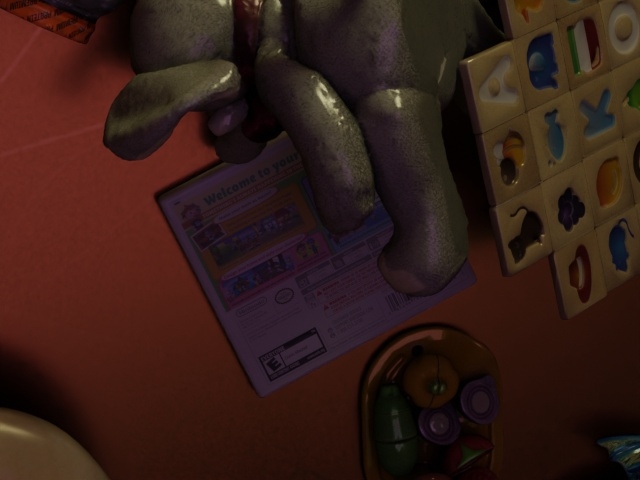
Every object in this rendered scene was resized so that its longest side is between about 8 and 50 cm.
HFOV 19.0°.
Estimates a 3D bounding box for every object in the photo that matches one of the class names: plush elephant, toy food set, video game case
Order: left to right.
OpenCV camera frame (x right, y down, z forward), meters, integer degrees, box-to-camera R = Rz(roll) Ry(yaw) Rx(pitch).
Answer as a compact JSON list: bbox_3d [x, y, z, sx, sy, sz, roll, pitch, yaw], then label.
[{"bbox_3d":[-0.029,-0.133,1.443,0.255,0.272,0.330,-5,138,28],"label":"plush elephant"},{"bbox_3d":[0.000,0.000,1.595,0.212,0.023,0.193,-28,107,-6],"label":"video game case"},{"bbox_3d":[0.106,0.186,1.636,0.128,0.071,0.218,-7,103,-13],"label":"toy food set"}]

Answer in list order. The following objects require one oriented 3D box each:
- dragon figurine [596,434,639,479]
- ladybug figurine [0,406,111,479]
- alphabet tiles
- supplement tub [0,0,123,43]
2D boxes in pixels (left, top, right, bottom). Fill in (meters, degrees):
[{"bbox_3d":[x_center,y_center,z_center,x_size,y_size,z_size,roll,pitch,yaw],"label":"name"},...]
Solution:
[{"bbox_3d":[0.290,0.218,1.682,0.289,0.085,0.144,6,100,-16],"label":"dragon figurine"},{"bbox_3d":[-0.301,0.337,1.517,0.305,0.162,0.449,14,97,-17],"label":"ladybug figurine"},{"bbox_3d":[0.236,-0.109,1.543,0.342,0.011,0.285,-27,111,-42],"label":"alphabet tiles"},{"bbox_3d":[-0.180,-0.253,1.447,0.117,0.117,0.190,23,96,-18],"label":"supplement tub"}]
